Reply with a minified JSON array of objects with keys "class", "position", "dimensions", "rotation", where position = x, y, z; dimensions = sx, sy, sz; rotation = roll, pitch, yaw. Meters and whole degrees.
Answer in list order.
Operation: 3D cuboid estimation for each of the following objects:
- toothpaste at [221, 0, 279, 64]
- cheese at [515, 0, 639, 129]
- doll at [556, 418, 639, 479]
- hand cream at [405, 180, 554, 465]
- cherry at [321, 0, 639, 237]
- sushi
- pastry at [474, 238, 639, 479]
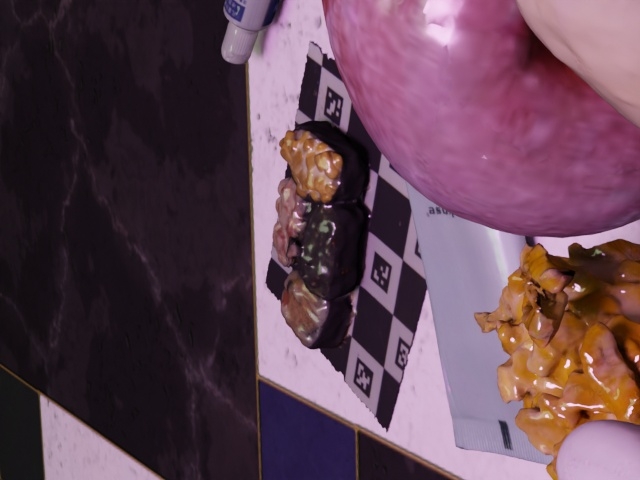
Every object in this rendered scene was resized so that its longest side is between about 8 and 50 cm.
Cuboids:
[{"class":"toothpaste","position":[-0.032,-0.217,1.117],"dimensions":[0.062,0.037,0.216],"rotation":[54,136,39]},{"class":"cheese","position":[0.185,-0.089,0.560],"dimensions":[0.263,0.159,0.093],"rotation":[32,162,3]},{"class":"doll","position":[0.189,0.107,0.538],"dimensions":[0.311,0.160,0.242],"rotation":[-125,41,-65]},{"class":"hand cream","position":[0.082,-0.021,0.960],"dimensions":[0.109,0.067,0.320],"rotation":[1,103,59]},{"class":"cherry","position":[0.105,-0.122,0.736],"dimensions":[0.236,0.213,0.285],"rotation":[-68,22,10]},{"class":"sushi","position":[0.000,0.000,1.103],"dimensions":[0.192,0.050,0.215],"rotation":[48,137,44]},{"class":"pastry","position":[0.157,0.090,0.758],"dimensions":[0.102,0.154,0.250],"rotation":[-55,50,26]}]
